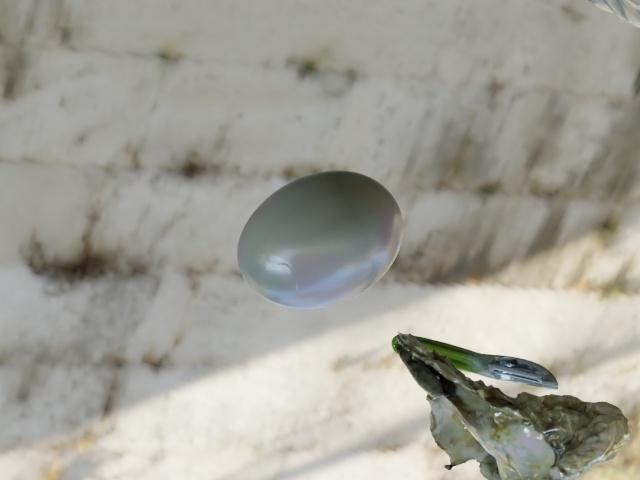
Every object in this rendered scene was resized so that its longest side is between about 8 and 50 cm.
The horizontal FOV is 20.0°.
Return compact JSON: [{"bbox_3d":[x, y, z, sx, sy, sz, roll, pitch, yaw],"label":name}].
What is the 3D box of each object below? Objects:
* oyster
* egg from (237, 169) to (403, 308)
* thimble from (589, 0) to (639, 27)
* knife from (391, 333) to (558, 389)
[{"bbox_3d":[0.105,0.103,1.040,0.061,0.106,0.200,-33,-140,-17],"label":"oyster"},{"bbox_3d":[0.000,0.000,1.426,0.135,0.103,0.103,-24,-132,-7],"label":"egg"},{"bbox_3d":[0.081,-0.209,0.410,0.195,0.291,0.291,-32,-131,1],"label":"thimble"},{"bbox_3d":[0.124,0.097,1.454,0.026,0.022,0.184,1,-173,-44],"label":"knife"}]
